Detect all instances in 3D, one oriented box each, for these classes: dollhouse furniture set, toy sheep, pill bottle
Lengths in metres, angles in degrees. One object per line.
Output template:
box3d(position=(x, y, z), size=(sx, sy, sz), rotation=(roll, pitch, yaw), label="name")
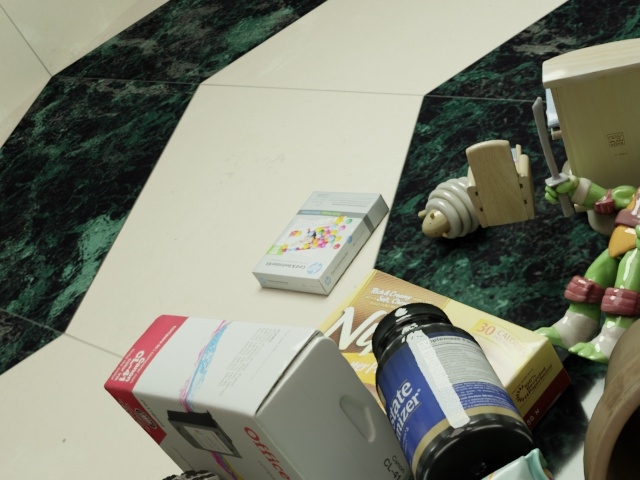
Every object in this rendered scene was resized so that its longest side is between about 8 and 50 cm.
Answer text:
box3d(position=(0.325, -0.207, 1.406), size=(0.286, 0.198, 0.303), rotation=(-9, 38, 19), label="dollhouse furniture set")
box3d(position=(0.194, -0.048, 1.551), size=(0.132, 0.091, 0.091), rotation=(-41, 33, -23), label="toy sheep")
box3d(position=(0.127, 0.164, 1.132), size=(0.122, 0.123, 0.219), rotation=(-30, 35, 3), label="pill bottle")

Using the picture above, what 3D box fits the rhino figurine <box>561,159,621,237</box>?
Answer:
box3d(position=(0.387, -0.050, 1.401), size=(0.106, 0.073, 0.243), rotation=(-26, 34, 2), label="rhino figurine")

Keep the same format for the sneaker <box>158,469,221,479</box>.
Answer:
box3d(position=(-0.205, 0.384, 1.270), size=(0.279, 0.118, 0.107), rotation=(-45, 20, -7), label="sneaker")

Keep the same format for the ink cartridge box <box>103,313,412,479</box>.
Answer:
box3d(position=(-0.075, 0.209, 1.271), size=(0.306, 0.226, 0.131), rotation=(1, 44, 51), label="ink cartridge box")

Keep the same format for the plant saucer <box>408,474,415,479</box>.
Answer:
box3d(position=(0.070, 0.299, 1.246), size=(0.119, 0.021, 0.119), rotation=(-22, 33, 15), label="plant saucer")

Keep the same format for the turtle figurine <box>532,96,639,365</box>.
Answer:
box3d(position=(0.305, -0.007, 1.217), size=(0.197, 0.274, 0.266), rotation=(21, 91, 37), label="turtle figurine")

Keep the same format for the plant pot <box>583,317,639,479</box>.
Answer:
box3d(position=(0.356, 0.166, 1.009), size=(0.263, 0.263, 0.229), rotation=(-26, 16, 10), label="plant pot")

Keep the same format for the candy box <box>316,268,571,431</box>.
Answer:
box3d(position=(0.119, 0.160, 1.328), size=(0.183, 0.088, 0.316), rotation=(-45, 35, -18), label="candy box")

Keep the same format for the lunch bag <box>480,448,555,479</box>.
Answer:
box3d(position=(0.169, 0.353, 0.962), size=(0.223, 0.160, 0.262), rotation=(-30, 67, 2), label="lunch bag")

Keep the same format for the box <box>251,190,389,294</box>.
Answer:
box3d(position=(0.000, 0.000, 1.690), size=(0.145, 0.038, 0.186), rotation=(5, 49, 44), label="box")
